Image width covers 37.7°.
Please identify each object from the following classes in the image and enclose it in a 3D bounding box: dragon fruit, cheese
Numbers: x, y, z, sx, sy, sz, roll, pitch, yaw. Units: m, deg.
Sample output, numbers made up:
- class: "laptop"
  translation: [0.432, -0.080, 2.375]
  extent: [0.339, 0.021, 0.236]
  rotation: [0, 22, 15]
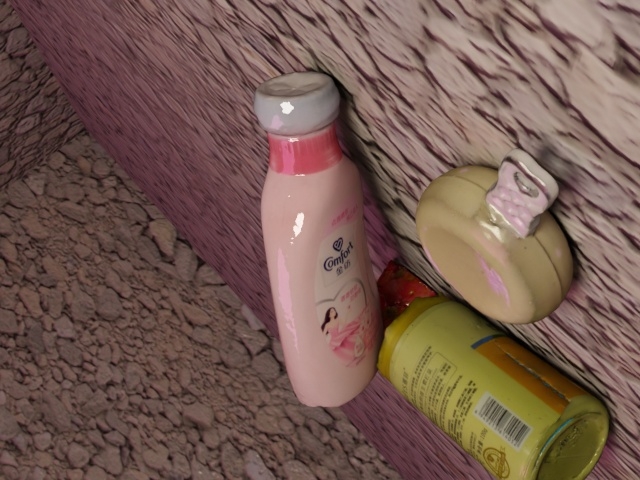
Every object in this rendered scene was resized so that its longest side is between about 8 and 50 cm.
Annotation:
- class: "dragon fruit"
  translation: [0.092, 0.115, 1.104]
  extent: [0.153, 0.111, 0.153]
  rotation: [51, 171, 12]
- class: "cheese"
  translation: [0.133, -0.009, 0.691]
  extent: [0.137, 0.064, 0.227]
  rotation: [44, 168, 13]

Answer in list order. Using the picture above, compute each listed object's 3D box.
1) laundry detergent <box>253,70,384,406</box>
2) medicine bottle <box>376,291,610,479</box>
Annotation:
- class: "laundry detergent"
  translation: [0.000, 0.000, 0.930]
  extent: [0.088, 0.159, 0.335]
  rotation: [7, 123, 25]
- class: "medicine bottle"
  translation: [0.162, 0.147, 0.930]
  extent: [0.239, 0.124, 0.124]
  rotation: [39, 164, 44]
